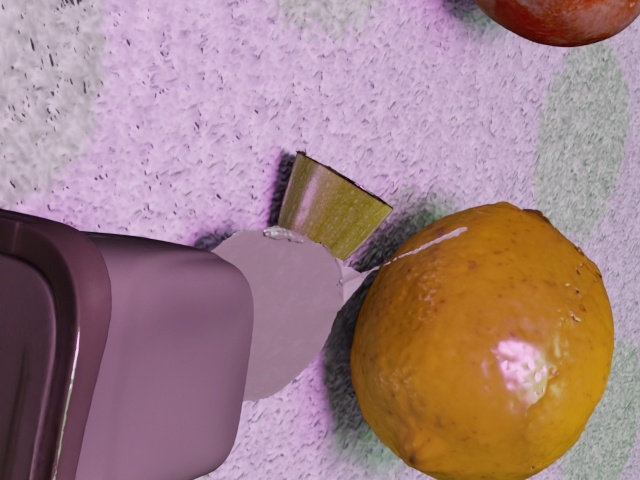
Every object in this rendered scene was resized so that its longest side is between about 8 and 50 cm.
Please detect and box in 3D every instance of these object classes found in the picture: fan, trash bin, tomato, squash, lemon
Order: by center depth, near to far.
[{"bbox_3d":[-0.181,0.088,0.927,0.250,0.220,0.219,0,101,-61],"label":"trash bin"},{"bbox_3d":[0.002,0.042,1.226,0.310,0.010,0.182,-21,126,-23],"label":"fan"},{"bbox_3d":[-0.008,0.000,1.255,0.105,0.105,0.132,27,94,-54],"label":"squash"},{"bbox_3d":[0.161,0.100,1.364,0.310,0.253,0.253,-62,142,-29],"label":"lemon"},{"bbox_3d":[0.236,-0.335,1.378,0.270,0.222,0.270,-27,135,-31],"label":"tomato"}]
